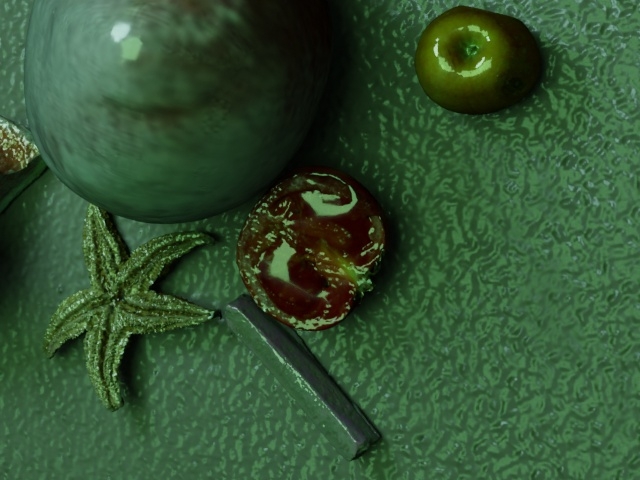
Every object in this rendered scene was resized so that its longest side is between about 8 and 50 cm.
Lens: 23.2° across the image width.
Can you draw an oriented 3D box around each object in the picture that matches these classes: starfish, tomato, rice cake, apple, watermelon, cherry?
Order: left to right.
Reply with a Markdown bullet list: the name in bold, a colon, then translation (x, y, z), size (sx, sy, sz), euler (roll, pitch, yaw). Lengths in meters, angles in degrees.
- **watermelon**: translation (-0.388, -0.073, 1.666), size (0.098, 0.158, 0.121), euler (50, 134, 15)
- **starfish**: translation (-0.204, 0.054, 1.621), size (0.227, 0.043, 0.240), euler (-14, 79, 21)
- **cherry**: translation (-0.143, -0.159, 1.456), size (0.291, 0.335, 0.326), euler (29, 124, -15)
- **rice cake**: translation (-0.022, 0.133, 1.536), size (0.206, 0.047, 0.036), euler (48, 112, 19)
- **tomato**: translation (0.000, 0.000, 1.504), size (0.139, 0.091, 0.159), euler (28, 111, 5)
- **apple**: translation (0.144, -0.165, 1.443), size (0.114, 0.102, 0.099), euler (20, 95, 22)
